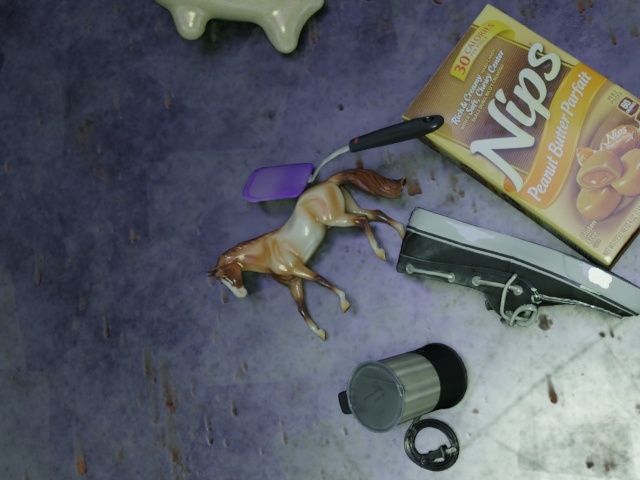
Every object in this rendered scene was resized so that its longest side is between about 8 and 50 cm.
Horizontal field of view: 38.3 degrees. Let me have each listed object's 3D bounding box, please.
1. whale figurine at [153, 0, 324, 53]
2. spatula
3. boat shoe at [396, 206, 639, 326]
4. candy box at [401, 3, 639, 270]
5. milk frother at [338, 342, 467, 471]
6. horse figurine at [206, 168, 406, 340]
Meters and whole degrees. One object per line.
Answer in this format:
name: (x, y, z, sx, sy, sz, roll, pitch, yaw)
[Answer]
whale figurine: (-0.132, -0.370, 1.294, 0.272, 0.141, 0.216, 31, 89, -7)
spatula: (0.025, -0.107, 1.184, 0.296, 0.030, 0.084, -19, 30, 31)
boat shoe: (0.234, 0.051, 1.112, 0.306, 0.113, 0.105, 19, 92, 20)
candy box: (0.281, -0.128, 1.143, 0.316, 0.087, 0.183, 38, 92, 18)
milk frother: (0.106, 0.210, 1.102, 0.129, 0.134, 0.143, -44, 66, 36)
horse figurine: (0.000, 0.000, 1.208, 0.174, 0.066, 0.263, 40, 93, 13)
